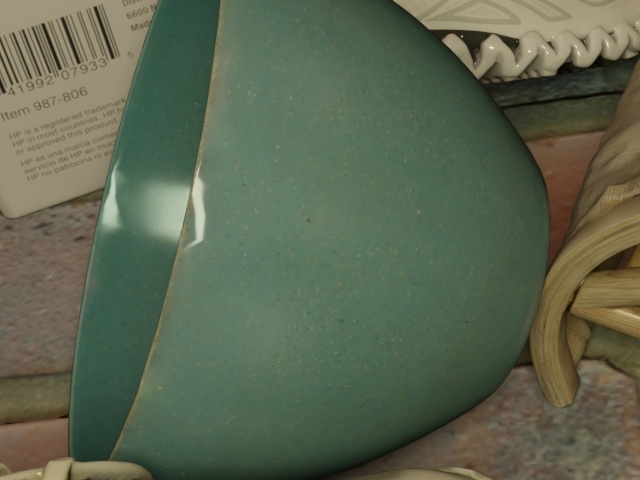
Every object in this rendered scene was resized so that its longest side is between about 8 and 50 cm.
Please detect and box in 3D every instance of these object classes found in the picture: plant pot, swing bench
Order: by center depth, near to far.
[{"bbox_3d":[0.000,0.000,0.782,0.196,0.290,0.290,13,40,-16],"label":"plant pot"},{"bbox_3d":[0.258,-0.039,0.797,0.255,0.165,0.253,8,47,24],"label":"swing bench"}]

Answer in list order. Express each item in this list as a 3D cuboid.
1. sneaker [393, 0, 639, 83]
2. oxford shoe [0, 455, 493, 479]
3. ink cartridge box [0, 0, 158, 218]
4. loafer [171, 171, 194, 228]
[{"bbox_3d":[0.094,-0.151,0.955,0.292,0.118,0.110,-10,4,-23],"label":"sneaker"},{"bbox_3d":[-0.139,0.151,0.601,0.450,0.130,0.169,-10,25,3],"label":"oxford shoe"},{"bbox_3d":[-0.137,-0.246,0.962,0.286,0.394,0.166,-19,42,-5],"label":"ink cartridge box"},{"bbox_3d":[0.007,-0.036,0.943,0.223,0.076,0.078,-16,6,0],"label":"loafer"}]
